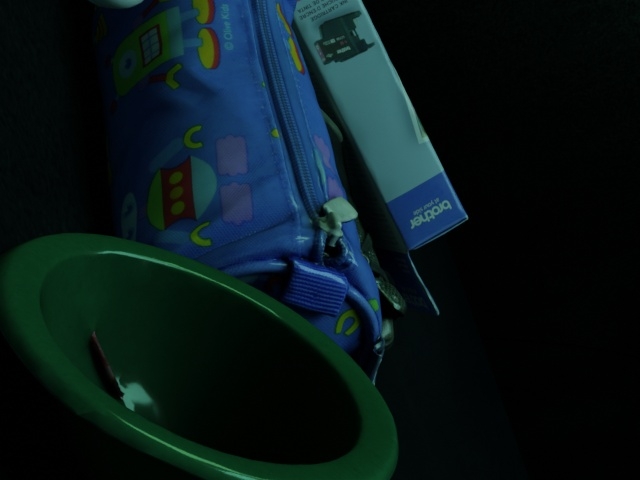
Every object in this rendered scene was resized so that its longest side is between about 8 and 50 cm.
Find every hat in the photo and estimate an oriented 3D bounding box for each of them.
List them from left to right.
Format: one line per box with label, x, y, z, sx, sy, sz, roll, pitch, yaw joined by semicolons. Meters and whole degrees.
hat;-0.077;0.122;0.827;0.208;0.183;0.173;21;24;-21

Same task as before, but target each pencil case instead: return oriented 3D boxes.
pencil case;-0.050;-0.049;1.020;0.119;0.133;0.306;26;36;-35

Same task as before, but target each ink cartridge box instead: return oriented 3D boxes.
ink cartridge box;0.010;-0.099;1.434;0.311;0.065;0.186;65;-14;-10

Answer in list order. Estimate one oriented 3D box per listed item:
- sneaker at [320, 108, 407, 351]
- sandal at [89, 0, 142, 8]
sneaker;0.000;0.000;1.337;0.130;0.087;0.227;-119;-173;-47
sandal;-0.163;-0.183;0.758;0.265;0.076;0.102;53;41;-32
